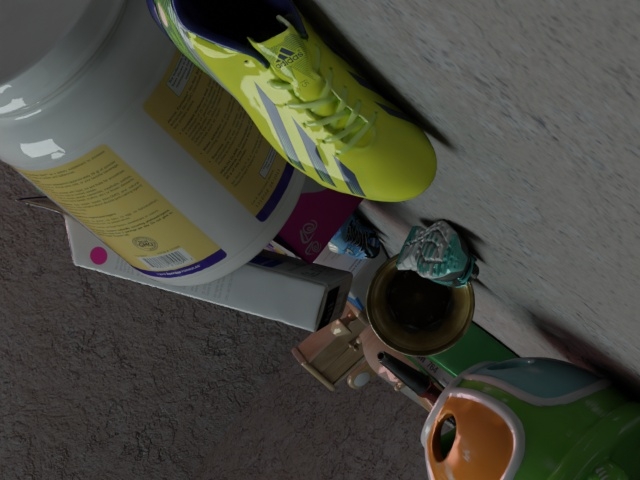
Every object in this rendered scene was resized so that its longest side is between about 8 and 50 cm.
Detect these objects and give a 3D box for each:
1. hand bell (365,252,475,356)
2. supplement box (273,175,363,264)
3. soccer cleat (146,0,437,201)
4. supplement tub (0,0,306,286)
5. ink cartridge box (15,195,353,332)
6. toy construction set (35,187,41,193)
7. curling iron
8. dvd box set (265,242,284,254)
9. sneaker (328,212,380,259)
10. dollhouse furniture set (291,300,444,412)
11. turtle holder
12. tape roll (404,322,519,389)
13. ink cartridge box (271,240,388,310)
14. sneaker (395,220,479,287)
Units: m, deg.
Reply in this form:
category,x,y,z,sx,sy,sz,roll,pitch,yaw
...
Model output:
category,x,y,z,sx,sy,sz,roll,pitch,yaw
hand bell,0.118,0.059,1.767,0.126,0.126,0.242,39,-174,-3
supplement box,-0.068,-0.079,1.696,0.220,0.114,0.111,30,169,47
soccer cleat,-0.020,-0.129,1.144,0.289,0.093,0.121,40,167,-10
supplement tub,-0.190,-0.130,1.427,0.241,0.241,0.331,32,171,47
ink cartridge box,-0.156,0.021,1.659,0.371,0.069,0.176,17,-174,9
toy construction set,-0.306,-0.180,1.768,0.257,0.237,0.309,40,175,-7
curling iron,0.165,0.229,2.186,0.274,0.035,0.068,43,180,-43
dvd box set,-0.155,-0.096,2.321,0.307,0.062,0.420,39,174,1
sneaker,0.044,-0.011,1.845,0.073,0.063,0.162,23,176,16
dollhouse furniture set,0.126,0.273,2.493,0.303,0.174,0.355,44,-176,-47
turtle holder,0.261,0.229,1.605,0.227,0.320,0.243,35,141,27
tape roll,0.233,0.197,2.095,0.321,0.077,0.321,39,173,5
ink cartridge box,0.000,0.000,2.014,0.191,0.082,0.139,35,173,18
sneaker,0.138,0.019,1.511,0.076,0.065,0.166,24,180,-11
